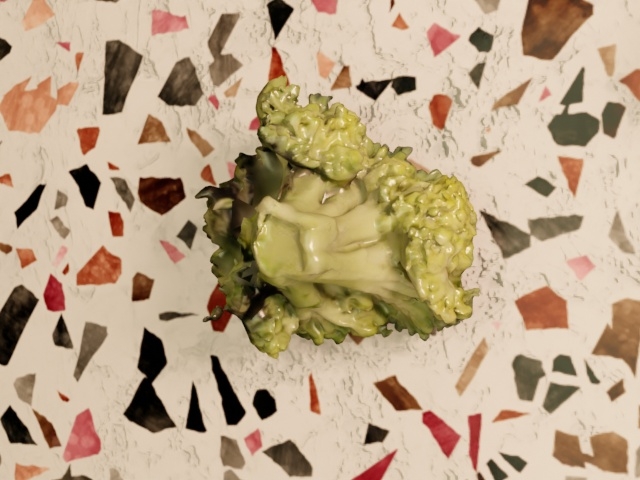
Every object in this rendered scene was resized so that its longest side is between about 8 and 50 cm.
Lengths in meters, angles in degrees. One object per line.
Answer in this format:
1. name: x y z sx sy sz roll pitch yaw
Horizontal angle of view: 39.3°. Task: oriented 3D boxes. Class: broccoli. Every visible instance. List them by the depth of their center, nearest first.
1. broccoli: 0.004 0.010 1.009 0.348 0.281 0.293 36 101 20
